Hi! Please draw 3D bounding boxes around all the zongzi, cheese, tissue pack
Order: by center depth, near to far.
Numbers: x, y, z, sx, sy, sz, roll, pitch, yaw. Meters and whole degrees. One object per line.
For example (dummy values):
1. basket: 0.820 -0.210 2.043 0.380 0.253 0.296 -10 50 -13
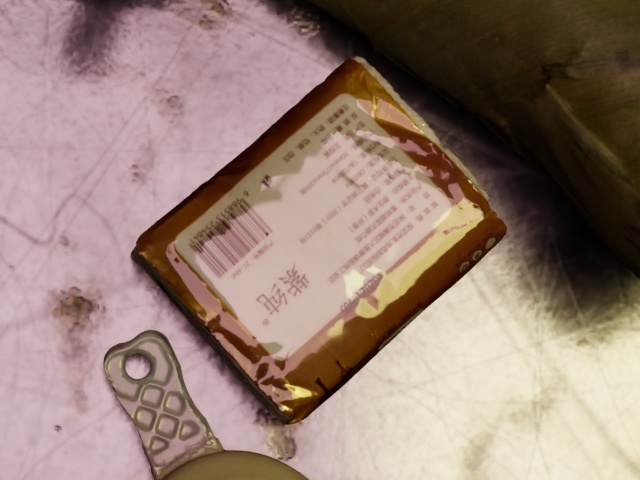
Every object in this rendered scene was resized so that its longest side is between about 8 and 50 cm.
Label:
1. zongzi: 0.150 -0.105 1.408 0.393 0.174 0.356 -6 58 -4
2. cheese: -0.079 0.200 1.422 0.163 0.082 0.286 -29 84 -10
3. tissue pack: 0.000 0.000 1.450 0.226 0.092 0.183 -41 89 -11
